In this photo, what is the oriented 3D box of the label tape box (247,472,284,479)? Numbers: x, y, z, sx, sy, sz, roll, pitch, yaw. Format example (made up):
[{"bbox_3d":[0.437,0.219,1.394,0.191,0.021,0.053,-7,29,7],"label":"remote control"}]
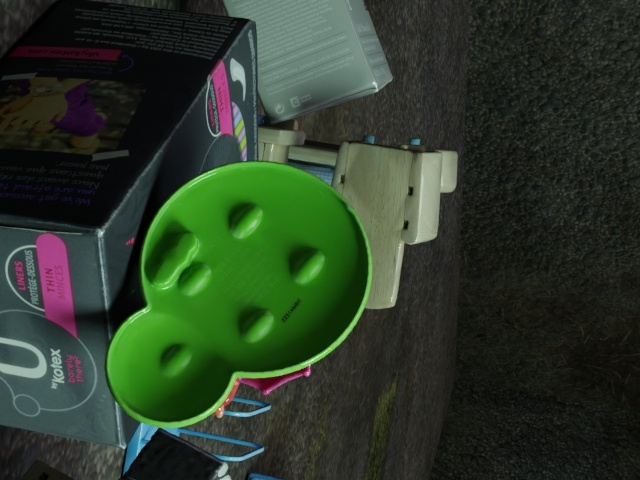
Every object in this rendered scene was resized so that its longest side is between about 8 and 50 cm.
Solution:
[{"bbox_3d":[-0.044,0.462,1.806,0.333,0.106,0.240,71,31,-65],"label":"label tape box"}]

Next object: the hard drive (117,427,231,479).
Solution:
[{"bbox_3d":[-0.159,0.314,0.904,0.339,0.064,0.237,-54,157,-31],"label":"hard drive"}]

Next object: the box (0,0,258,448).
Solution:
[{"bbox_3d":[-0.144,-0.023,0.907,0.270,0.143,0.165,-64,159,-51],"label":"box"}]

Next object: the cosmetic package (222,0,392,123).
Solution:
[{"bbox_3d":[-0.030,-0.223,1.162,0.127,0.107,0.238,-50,122,-75],"label":"cosmetic package"}]

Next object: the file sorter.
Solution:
[{"bbox_3d":[-0.117,0.226,1.305,0.118,0.104,0.170,10,90,-77],"label":"file sorter"}]

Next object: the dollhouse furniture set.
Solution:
[{"bbox_3d":[0.000,0.000,1.245,0.303,0.286,0.198,-8,107,-65],"label":"dollhouse furniture set"}]

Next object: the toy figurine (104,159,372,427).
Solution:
[{"bbox_3d":[-0.051,0.060,0.846,0.173,0.130,0.159,-51,167,-19],"label":"toy figurine"}]

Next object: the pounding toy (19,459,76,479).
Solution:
[{"bbox_3d":[-0.212,0.286,0.968,0.206,0.094,0.181,-53,157,-30],"label":"pounding toy"}]
